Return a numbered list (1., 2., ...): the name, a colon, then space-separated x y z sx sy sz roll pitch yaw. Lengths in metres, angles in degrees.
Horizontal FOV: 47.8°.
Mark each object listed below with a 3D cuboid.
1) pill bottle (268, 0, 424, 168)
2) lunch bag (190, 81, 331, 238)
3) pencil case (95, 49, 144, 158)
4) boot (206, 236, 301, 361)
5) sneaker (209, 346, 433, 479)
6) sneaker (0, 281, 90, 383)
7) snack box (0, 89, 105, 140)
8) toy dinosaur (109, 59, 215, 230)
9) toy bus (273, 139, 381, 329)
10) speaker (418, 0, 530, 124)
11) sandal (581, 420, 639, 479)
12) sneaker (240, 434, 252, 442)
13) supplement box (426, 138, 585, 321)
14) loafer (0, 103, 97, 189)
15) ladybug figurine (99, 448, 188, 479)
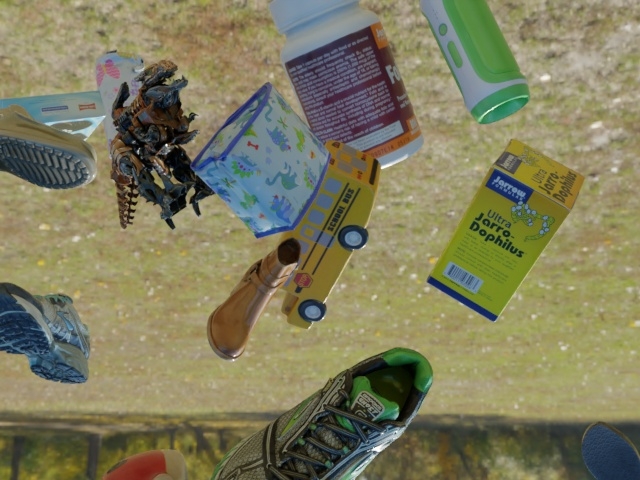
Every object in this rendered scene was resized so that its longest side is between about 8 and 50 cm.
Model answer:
1. pill bottle: 0.051 -0.343 1.523 0.224 0.392 0.224 -21 -167 5
2. lunch bag: -0.062 -0.100 0.875 0.096 0.151 0.129 -10 130 48
3. pencil case: -0.481 -0.330 1.793 0.124 0.273 0.113 -10 165 -6
4. boot: -0.100 0.085 1.133 0.073 0.197 0.152 35 124 -17
5. sneaker: 0.004 0.227 0.844 0.343 0.134 0.146 -35 163 -41
6. sneaker: -0.466 0.132 1.195 0.110 0.122 0.283 -2 146 6
7. snack box: -0.574 -0.228 1.487 0.187 0.060 0.322 -13 179 -29
8. toy dinosaur: -0.276 -0.144 1.226 0.218 0.164 0.322 40 148 9
9. toy bus: 0.000 0.000 1.269 0.130 0.108 0.332 24 124 -6
10. speaker: 0.297 -0.381 1.410 0.131 0.296 0.131 -21 168 -5
11. sandal: 0.598 0.453 1.400 0.097 0.254 0.054 -40 -178 24
12. sneaker: -0.131 0.526 1.822 0.104 0.125 0.261 38 150 19
13. supplement box: 0.429 -0.022 1.697 0.195 0.194 0.356 31 127 11
14. loafer: -0.439 -0.149 1.057 0.269 0.092 0.102 13 142 13
15. ladybug figurine: -0.396 0.582 1.462 0.162 0.305 0.449 21 126 -13
